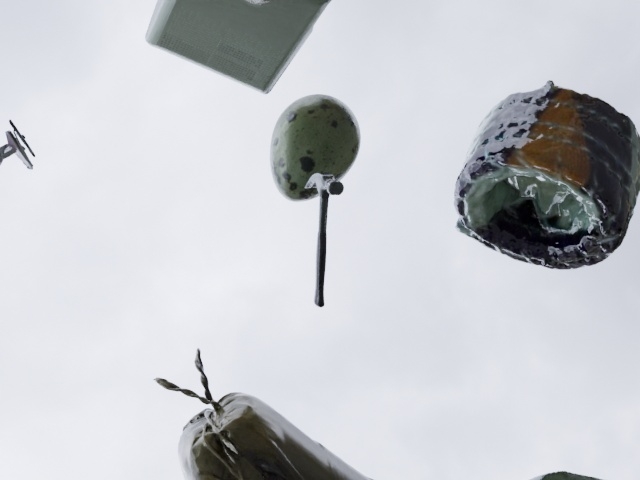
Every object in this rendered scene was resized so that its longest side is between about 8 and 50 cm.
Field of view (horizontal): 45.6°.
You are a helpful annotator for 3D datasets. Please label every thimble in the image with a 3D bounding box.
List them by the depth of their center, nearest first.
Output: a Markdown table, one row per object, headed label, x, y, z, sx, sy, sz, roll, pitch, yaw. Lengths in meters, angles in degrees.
| label | x | y | z | sx | sy | sz | roll | pitch | yaw |
| --- | --- | --- | --- | --- | --- | --- | --- | --- | --- |
| thimble | 0.286 | -0.074 | 0.979 | 0.237 | 0.237 | 0.150 | 46 | -124 | -26 |

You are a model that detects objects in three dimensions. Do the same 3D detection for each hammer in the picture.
| label | x | y | z | sx | sy | sz | roll | pitch | yaw |
| --- | --- | --- | --- | --- | --- | --- | --- | --- | --- |
| hammer | 0.000 | 0.000 | 1.339 | 0.029 | 0.103 | 0.246 | -6 | -68 | -23 |

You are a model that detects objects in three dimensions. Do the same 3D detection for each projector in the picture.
| label | x | y | z | sx | sy | sz | roll | pitch | yaw |
| --- | --- | --- | --- | --- | --- | --- | --- | --- | --- |
| projector | -0.084 | -0.314 | 0.906 | 0.177 | 0.242 | 0.163 | 19 | -125 | -19 |

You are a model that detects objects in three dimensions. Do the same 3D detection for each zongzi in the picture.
| label | x | y | z | sx | sy | sz | roll | pitch | yaw |
| --- | --- | --- | --- | --- | --- | --- | --- | --- | --- |
| zongzi | -0.162 | 0.493 | 1.210 | 0.500 | 0.218 | 0.467 | 42 | -93 | -23 |

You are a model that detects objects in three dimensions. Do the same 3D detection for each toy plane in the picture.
| label | x | y | z | sx | sy | sz | roll | pitch | yaw |
| --- | --- | --- | --- | --- | --- | --- | --- | --- | --- |
| toy plane | -0.493 | -0.104 | 0.978 | 0.182 | 0.273 | 0.107 | 92 | -157 | -55 |

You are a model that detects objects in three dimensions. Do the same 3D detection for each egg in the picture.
| label | x | y | z | sx | sy | sz | roll | pitch | yaw |
| --- | --- | --- | --- | --- | --- | --- | --- | --- | --- |
| egg | -0.016 | -0.183 | 1.527 | 0.177 | 0.177 | 0.228 | 27 | -96 | -31 |

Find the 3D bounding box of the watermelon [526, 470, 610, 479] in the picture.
| label | x | y | z | sx | sy | sz | roll | pitch | yaw |
| --- | --- | --- | --- | --- | --- | --- | --- | --- | --- |
| watermelon | 0.197 | 0.244 | 0.557 | 0.121 | 0.098 | 0.158 | -9 | -123 | -47 |
